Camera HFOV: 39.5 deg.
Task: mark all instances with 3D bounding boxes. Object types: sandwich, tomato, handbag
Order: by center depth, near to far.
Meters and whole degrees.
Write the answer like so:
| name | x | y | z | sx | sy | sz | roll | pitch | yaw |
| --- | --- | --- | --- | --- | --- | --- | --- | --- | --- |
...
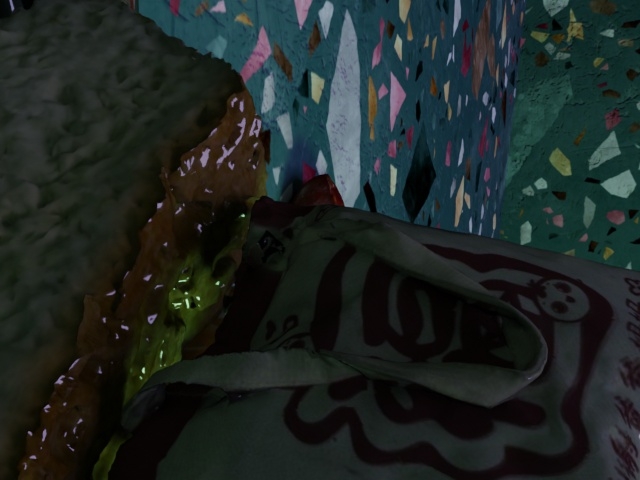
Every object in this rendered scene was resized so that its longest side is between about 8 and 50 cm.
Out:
| name | x | y | z | sx | sy | sz | roll | pitch | yaw |
| --- | --- | --- | --- | --- | --- | --- | --- | --- | --- |
| handbag | 0.050 | 0.076 | 0.361 | 0.127 | 0.235 | 0.213 | 85 | 21 | -44 |
| sandwich | -0.175 | 0.009 | 0.452 | 0.131 | 0.262 | 0.325 | 79 | 27 | -49 |
| tomato | 0.000 | 0.000 | 1.136 | 0.139 | 0.091 | 0.159 | 50 | 21 | -73 |

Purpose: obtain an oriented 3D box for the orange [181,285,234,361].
| name | x | y | z | sx | sy | sz | roll | pitch | yaw |
| --- | --- | --- | --- | --- | --- | --- | --- | --- | --- |
| orange | -0.069 | 0.201 | 0.786 | 0.329 | 0.249 | 0.329 | 7 | 90 | -75 |

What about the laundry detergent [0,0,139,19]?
| name | x | y | z | sx | sy | sz | roll | pitch | yaw |
| --- | --- | --- | --- | --- | --- | --- | --- | --- | --- |
| laundry detergent | -0.183 | -0.168 | 0.643 | 0.144 | 0.078 | 0.221 | -38 | 133 | -59 |
